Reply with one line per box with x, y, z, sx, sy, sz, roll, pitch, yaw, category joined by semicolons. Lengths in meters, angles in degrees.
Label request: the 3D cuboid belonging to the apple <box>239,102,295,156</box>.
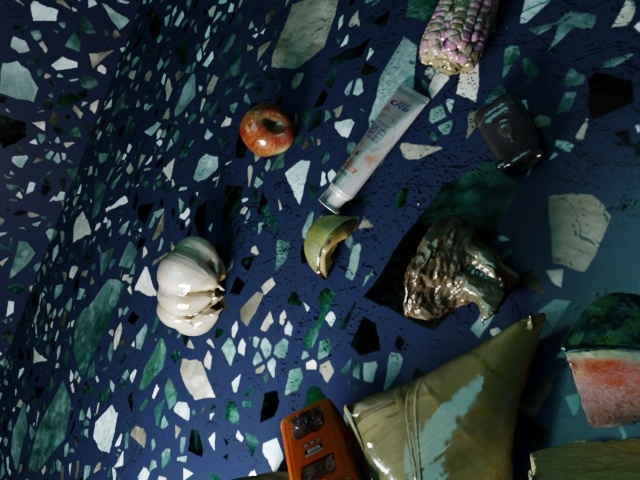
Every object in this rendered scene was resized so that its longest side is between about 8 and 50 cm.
-0.146;-0.297;1.391;0.131;0.147;0.146;156;122;-64;apple

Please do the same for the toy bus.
0.020;0.432;0.893;0.143;0.153;0.329;-24;21;-2;toy bus

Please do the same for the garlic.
-0.363;0.128;1.441;0.203;0.185;0.280;12;84;26;garlic

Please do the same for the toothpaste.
0.116;-0.203;1.166;0.323;0.066;0.100;-53;47;11;toothpaste

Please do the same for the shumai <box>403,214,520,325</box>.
0.246;0.070;0.907;0.176;0.166;0.205;28;111;19;shumai

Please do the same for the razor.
0.345;-0.193;0.939;0.090;0.054;0.147;-34;56;32;razor

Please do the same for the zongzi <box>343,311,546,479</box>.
0.256;0.382;0.763;0.418;0.182;0.446;-41;54;27;zongzi

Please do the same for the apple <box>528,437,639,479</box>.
0.406;0.344;0.566;0.310;0.252;0.313;-8;41;17;apple

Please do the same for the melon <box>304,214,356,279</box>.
0.000;0.000;1.197;0.128;0.079;0.160;33;101;43;melon

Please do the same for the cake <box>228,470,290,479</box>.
-0.120;0.622;1.069;0.172;0.158;0.283;3;82;46;cake

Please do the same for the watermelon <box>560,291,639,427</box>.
0.416;0.178;0.687;0.136;0.208;0.202;-167;76;-72;watermelon

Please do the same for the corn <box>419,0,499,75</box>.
0.305;-0.496;1.029;0.127;0.127;0.334;22;92;46;corn
